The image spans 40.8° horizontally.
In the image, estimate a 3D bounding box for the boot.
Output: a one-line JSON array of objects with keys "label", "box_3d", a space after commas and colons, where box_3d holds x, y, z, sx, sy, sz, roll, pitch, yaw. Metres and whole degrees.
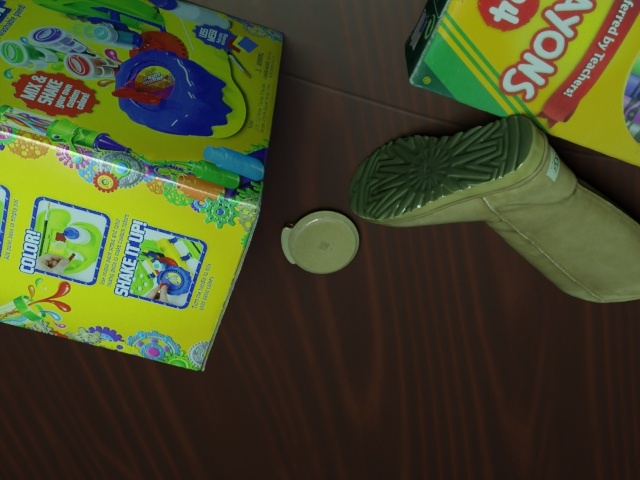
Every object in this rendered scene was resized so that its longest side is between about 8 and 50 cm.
[{"label": "boot", "box_3d": [0.194, -0.010, 0.878, 0.236, 0.089, 0.269, -6, 151, 46]}]

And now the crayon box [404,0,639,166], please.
[{"label": "crayon box", "box_3d": [0.260, -0.185, 0.755, 0.319, 0.081, 0.202, 17, 125, -11]}]

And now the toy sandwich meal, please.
[{"label": "toy sandwich meal", "box_3d": [0.000, 0.000, 0.937, 0.086, 0.029, 0.085, -3, 118, -5]}]

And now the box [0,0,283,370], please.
[{"label": "box", "box_3d": [-0.194, -0.081, 0.717, 0.279, 0.290, 0.177, 15, 126, -11]}]
